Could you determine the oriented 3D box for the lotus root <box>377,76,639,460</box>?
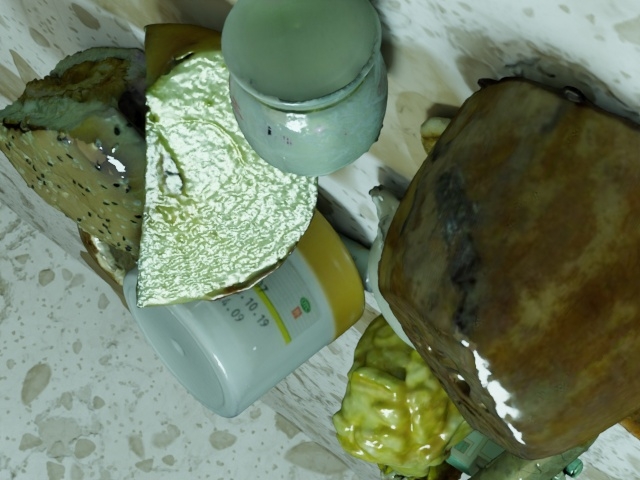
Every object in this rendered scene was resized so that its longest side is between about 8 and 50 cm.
[{"bbox_3d":[0.167,0.027,1.108,0.316,0.250,0.316,39,167,11],"label":"lotus root"}]

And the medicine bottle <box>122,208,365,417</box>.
[{"bbox_3d":[-0.100,0.073,1.673,0.238,0.232,0.238,41,154,25],"label":"medicine bottle"}]

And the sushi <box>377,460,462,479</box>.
[{"bbox_3d":[0.139,0.294,1.993,0.179,0.167,0.296,39,-155,-18],"label":"sushi"}]

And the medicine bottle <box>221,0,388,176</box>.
[{"bbox_3d":[-0.013,-0.150,1.171,0.147,0.147,0.143,33,162,20],"label":"medicine bottle"}]

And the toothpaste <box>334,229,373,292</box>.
[{"bbox_3d":[0.000,0.000,1.742,0.314,0.056,0.058,30,124,37],"label":"toothpaste"}]

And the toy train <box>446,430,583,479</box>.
[{"bbox_3d":[0.269,0.297,1.813,0.194,0.125,0.081,30,165,31],"label":"toy train"}]

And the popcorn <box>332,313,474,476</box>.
[{"bbox_3d":[0.131,0.209,1.696,0.192,0.233,0.266,15,136,30],"label":"popcorn"}]

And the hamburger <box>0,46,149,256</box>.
[{"bbox_3d":[-0.270,-0.119,1.735,0.318,0.195,0.277,6,140,53],"label":"hamburger"}]

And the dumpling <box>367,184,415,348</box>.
[{"bbox_3d":[0.123,0.049,1.452,0.172,0.142,0.247,96,151,-71],"label":"dumpling"}]

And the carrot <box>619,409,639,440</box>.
[{"bbox_3d":[0.374,0.213,1.494,0.191,0.047,0.047,41,164,-9],"label":"carrot"}]

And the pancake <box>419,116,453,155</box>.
[{"bbox_3d":[0.158,-0.065,1.244,0.158,0.028,0.158,34,164,12],"label":"pancake"}]

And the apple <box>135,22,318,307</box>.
[{"bbox_3d":[-0.133,-0.084,1.466,0.254,0.179,0.346,34,131,35],"label":"apple"}]

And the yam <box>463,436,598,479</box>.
[{"bbox_3d":[0.239,0.330,1.722,0.083,0.083,0.371,40,132,-3],"label":"yam"}]

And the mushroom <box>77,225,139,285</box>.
[{"bbox_3d":[-0.229,-0.045,2.000,0.208,0.301,0.233,-156,63,-76],"label":"mushroom"}]
